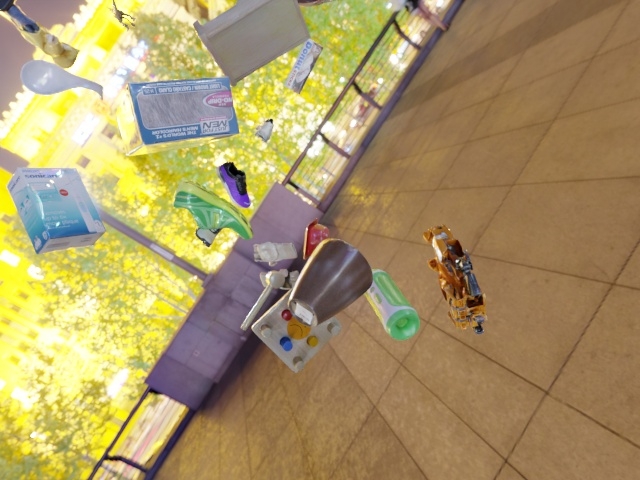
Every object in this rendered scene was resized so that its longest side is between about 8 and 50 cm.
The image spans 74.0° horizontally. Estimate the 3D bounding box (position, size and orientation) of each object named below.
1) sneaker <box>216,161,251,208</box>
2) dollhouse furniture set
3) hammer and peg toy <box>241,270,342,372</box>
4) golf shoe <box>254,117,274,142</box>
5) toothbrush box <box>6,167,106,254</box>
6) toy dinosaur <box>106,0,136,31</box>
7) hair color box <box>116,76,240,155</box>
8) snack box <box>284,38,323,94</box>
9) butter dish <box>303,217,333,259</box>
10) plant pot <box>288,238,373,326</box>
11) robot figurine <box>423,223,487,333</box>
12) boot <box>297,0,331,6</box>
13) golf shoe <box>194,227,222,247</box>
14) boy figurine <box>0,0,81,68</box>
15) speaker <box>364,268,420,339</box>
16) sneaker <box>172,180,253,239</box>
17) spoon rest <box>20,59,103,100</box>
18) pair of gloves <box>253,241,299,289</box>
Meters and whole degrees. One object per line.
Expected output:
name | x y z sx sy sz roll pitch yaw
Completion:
sneaker | -0.471 -0.322 2.435 0.146 0.294 0.102 -20 20 36
dollhouse furniture set | -0.233 -0.661 1.183 0.256 0.362 0.395 -29 59 3
hammer and peg toy | -0.122 0.287 1.566 0.266 0.361 0.127 -44 18 -7
golf shoe | -0.204 -0.433 1.639 0.086 0.069 0.176 -49 22 15
toothbrush box | -0.981 -0.118 1.585 0.126 0.296 0.216 -35 -11 30
toy dinosaur | -0.681 -0.762 1.439 0.053 0.092 0.183 -58 21 -6
hair color box | -0.305 -0.243 0.868 0.173 0.105 0.347 -15 15 -26
snack box | -0.059 -0.603 1.474 0.178 0.064 0.022 -57 11 30
butter dish | 0.000 0.000 1.824 0.160 0.118 0.160 -44 -37 -70
plant pot | 0.012 0.147 1.295 0.230 0.215 0.215 -46 4 -38
robot figurine | 0.343 0.100 1.086 0.084 0.211 0.291 -15 36 7
boot | -0.006 -1.059 1.692 0.248 0.207 0.090 -4 32 14
golf shoe | -0.389 -0.048 1.521 0.093 0.077 0.198 -38 25 11
boy figurine | -0.850 -0.631 1.295 0.092 0.177 0.285 -58 -21 -6
speaker | 0.244 0.222 1.528 0.131 0.131 0.297 -53 27 14
sneaker | -0.358 -0.085 1.431 0.124 0.295 0.109 -52 23 10
spoon rest | -0.978 -0.604 1.622 0.084 0.276 0.138 -10 79 57
pair of gloves | -0.189 0.114 1.837 0.042 0.203 0.240 -55 -39 -54
